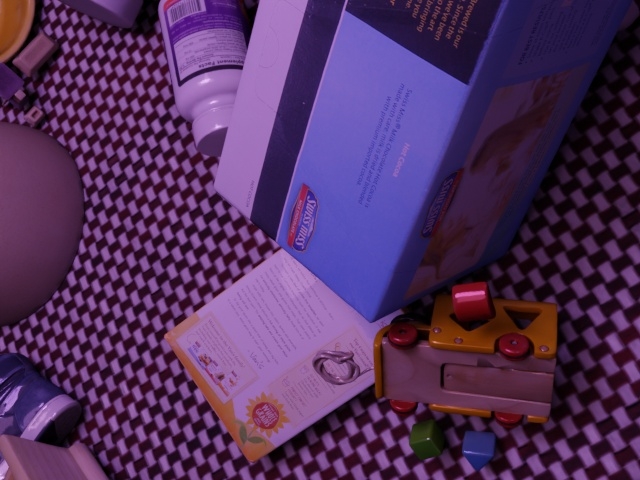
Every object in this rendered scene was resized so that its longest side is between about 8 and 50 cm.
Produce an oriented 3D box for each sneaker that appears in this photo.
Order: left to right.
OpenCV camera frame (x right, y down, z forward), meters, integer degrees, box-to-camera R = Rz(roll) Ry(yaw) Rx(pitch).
[{"bbox_3d":[-0.425,0.246,1.134,0.163,0.086,0.226,37,85,18],"label":"sneaker"}]

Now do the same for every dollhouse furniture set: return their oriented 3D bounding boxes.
[{"bbox_3d":[-0.407,-0.228,1.286,0.114,0.091,0.081,-53,17,-17],"label":"dollhouse furniture set"}]

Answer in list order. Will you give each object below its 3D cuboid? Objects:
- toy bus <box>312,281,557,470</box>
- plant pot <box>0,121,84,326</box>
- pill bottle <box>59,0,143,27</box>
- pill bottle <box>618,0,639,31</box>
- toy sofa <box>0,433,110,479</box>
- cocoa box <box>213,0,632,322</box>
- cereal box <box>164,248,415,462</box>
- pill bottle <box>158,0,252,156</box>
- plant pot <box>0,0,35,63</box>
[{"bbox_3d":[0.130,0.103,0.860,0.202,0.104,0.191,41,125,-15],"label":"toy bus"},{"bbox_3d":[-0.482,-0.038,1.179,0.284,0.191,0.284,-6,76,27],"label":"plant pot"},{"bbox_3d":[-0.254,-0.434,1.164,0.161,0.161,0.283,22,89,29],"label":"pill bottle"},{"bbox_3d":[0.283,-0.282,0.878,0.121,0.121,0.221,42,99,28],"label":"pill bottle"},{"bbox_3d":[-0.347,0.425,1.049,0.150,0.177,0.362,28,93,54],"label":"toy sofa"},{"bbox_3d":[0.088,-0.147,0.809,0.228,0.231,0.347,40,130,27],"label":"cocoa box"},{"bbox_3d":[-0.026,0.104,0.966,0.240,0.047,0.173,-35,86,15],"label":"cereal box"},{"bbox_3d":[-0.126,-0.203,1.079,0.108,0.108,0.193,-21,71,22],"label":"pill bottle"},{"bbox_3d":[-0.576,-0.339,1.278,0.239,0.254,0.254,-5,76,43],"label":"plant pot"}]
